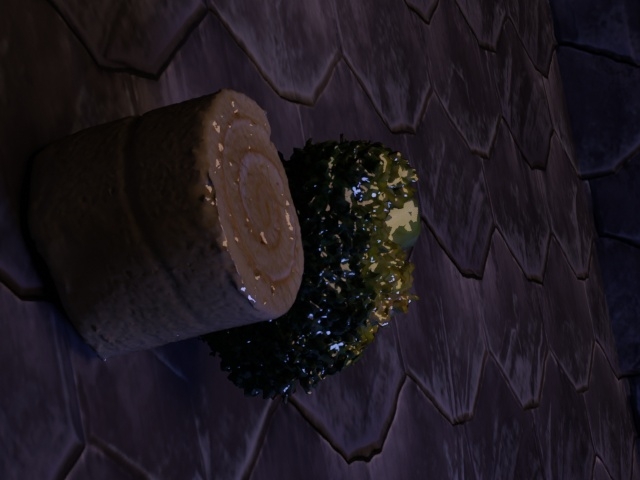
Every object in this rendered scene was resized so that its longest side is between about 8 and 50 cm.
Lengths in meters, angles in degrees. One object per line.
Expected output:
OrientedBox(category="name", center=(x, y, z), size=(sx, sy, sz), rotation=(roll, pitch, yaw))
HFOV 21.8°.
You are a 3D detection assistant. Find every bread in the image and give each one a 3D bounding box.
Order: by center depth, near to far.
OrientedBox(category="bread", center=(-0.099, -0.009, 1.058), size=(0.134, 0.141, 0.148), rotation=(-21, 96, -66))

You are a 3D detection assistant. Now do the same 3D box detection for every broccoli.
OrientedBox(category="broccoli", center=(0.000, 0.000, 1.198), size=(0.194, 0.220, 0.194), rotation=(18, 46, -19))
